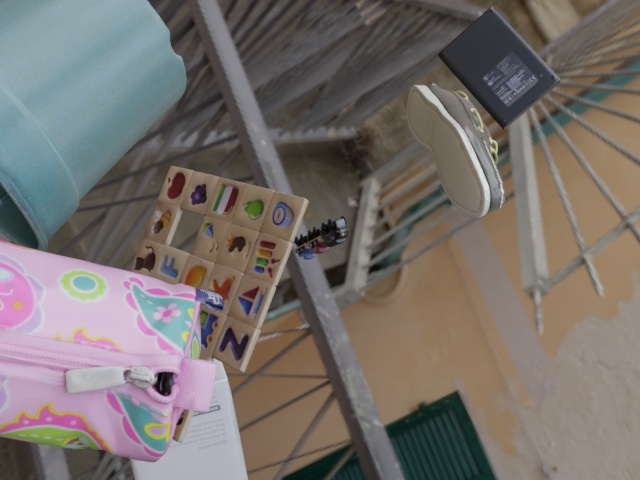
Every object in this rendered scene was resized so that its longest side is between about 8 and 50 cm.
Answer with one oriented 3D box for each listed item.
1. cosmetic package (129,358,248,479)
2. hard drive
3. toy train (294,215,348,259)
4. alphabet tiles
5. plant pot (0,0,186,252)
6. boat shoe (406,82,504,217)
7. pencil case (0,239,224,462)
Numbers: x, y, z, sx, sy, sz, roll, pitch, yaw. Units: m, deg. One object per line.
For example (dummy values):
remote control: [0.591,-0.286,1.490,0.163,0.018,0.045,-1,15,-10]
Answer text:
cosmetic package: [-0.182,0.248,1.040,0.224,0.138,0.225,-133,-146,-69]
hard drive: [0.233,-0.227,1.034,0.135,0.094,0.022,51,9,11]
toy train: [0.000,0.000,1.021,0.027,0.158,0.036,-14,86,-22]
alphabet tiles: [-0.122,0.054,0.734,0.009,0.198,0.237,25,83,-48]
plant pot: [-0.399,-0.213,1.148,0.341,0.341,0.334,48,65,-11]
boat shoe: [0.222,-0.148,1.219,0.091,0.109,0.305,-3,41,-15]
pencil case: [-0.208,0.056,0.475,0.284,0.124,0.124,16,45,-16]
